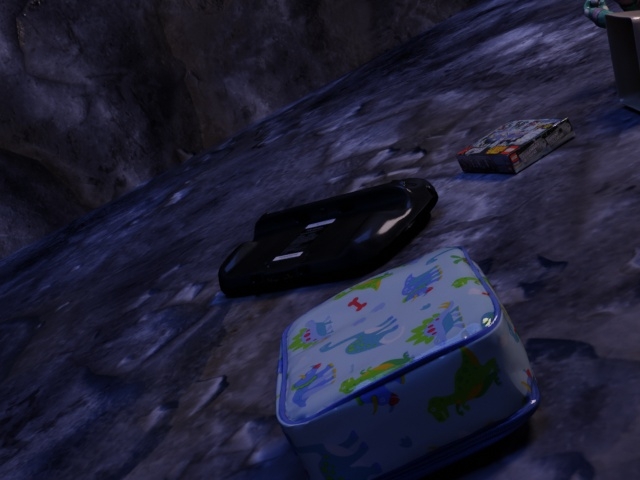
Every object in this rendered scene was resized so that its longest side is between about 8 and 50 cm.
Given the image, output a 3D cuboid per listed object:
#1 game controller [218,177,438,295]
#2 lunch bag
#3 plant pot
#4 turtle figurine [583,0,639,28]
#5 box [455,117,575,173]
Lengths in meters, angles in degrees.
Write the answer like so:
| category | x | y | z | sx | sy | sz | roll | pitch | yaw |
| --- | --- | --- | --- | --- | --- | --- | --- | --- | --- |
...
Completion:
| category | x | y | z | sx | sy | sz | roll | pitch | yaw |
| --- | --- | --- | --- | --- | --- | --- | --- | --- | --- |
| game controller | 0.000 | 0.000 | 1.302 | 0.319 | 0.067 | 0.166 | -12 | 35 | 50 |
| lunch bag | 0.053 | 0.090 | 0.755 | 0.176 | 0.090 | 0.219 | -26 | 13 | 5 |
| plant pot | 0.395 | -0.215 | 1.205 | 0.096 | 0.109 | 0.109 | -14 | 14 | 2 |
| turtle figurine | 0.425 | -0.290 | 1.326 | 0.175 | 0.118 | 0.234 | -15 | -14 | 17 |
| box | 0.238 | -0.117 | 1.299 | 0.094 | 0.027 | 0.137 | -33 | 14 | -15 |
